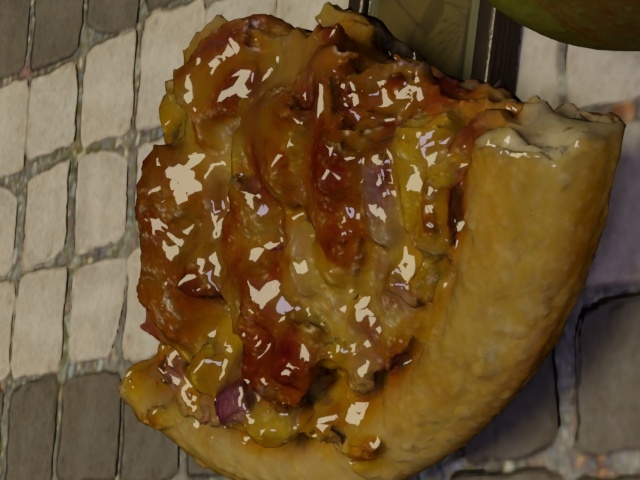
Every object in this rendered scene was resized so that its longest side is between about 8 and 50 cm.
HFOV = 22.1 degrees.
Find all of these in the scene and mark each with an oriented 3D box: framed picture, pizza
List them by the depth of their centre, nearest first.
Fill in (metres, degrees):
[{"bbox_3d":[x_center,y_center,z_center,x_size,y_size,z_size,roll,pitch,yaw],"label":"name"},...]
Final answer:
[{"bbox_3d":[0.000,0.000,0.872,0.409,0.114,0.277,-22,80,48],"label":"pizza"},{"bbox_3d":[0.058,-0.103,0.913,0.128,0.023,0.168,2,84,53],"label":"framed picture"}]

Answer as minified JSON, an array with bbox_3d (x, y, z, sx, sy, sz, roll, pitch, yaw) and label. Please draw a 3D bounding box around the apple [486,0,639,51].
[{"bbox_3d":[0.127,-0.177,0.710,0.207,0.188,0.173,-14,66,47],"label":"apple"}]
